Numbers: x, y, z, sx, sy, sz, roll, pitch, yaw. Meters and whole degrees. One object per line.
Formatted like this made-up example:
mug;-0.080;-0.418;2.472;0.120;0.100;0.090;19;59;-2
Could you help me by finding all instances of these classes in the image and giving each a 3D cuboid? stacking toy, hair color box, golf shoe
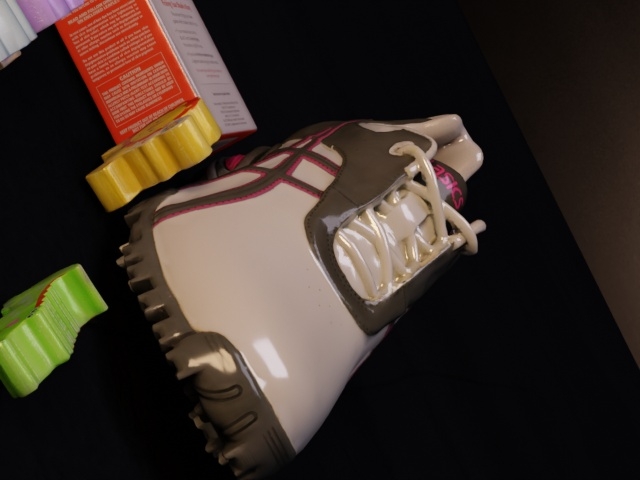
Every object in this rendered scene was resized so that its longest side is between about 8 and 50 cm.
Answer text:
stacking toy;-0.104;-0.067;0.506;0.167;0.052;0.221;59;14;-15
hair color box;-0.083;-0.099;0.668;0.141;0.043;0.072;64;13;0
golf shoe;0.000;0.000;0.630;0.105;0.120;0.273;61;14;-14
